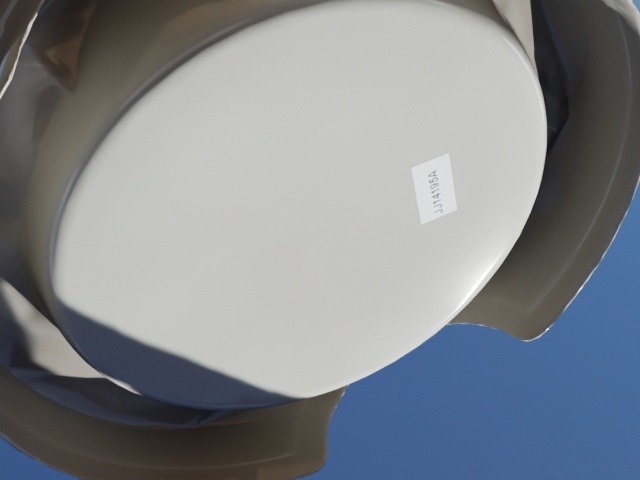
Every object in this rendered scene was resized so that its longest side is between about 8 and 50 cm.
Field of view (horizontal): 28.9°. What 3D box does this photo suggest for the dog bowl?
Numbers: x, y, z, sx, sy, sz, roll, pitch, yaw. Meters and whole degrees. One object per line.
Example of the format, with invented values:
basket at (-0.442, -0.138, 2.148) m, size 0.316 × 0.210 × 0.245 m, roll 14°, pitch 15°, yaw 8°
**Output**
dog bowl at (-0.017, -0.030, 0.601) m, size 0.349 × 0.348 × 0.102 m, roll -4°, pitch -138°, yaw -26°
